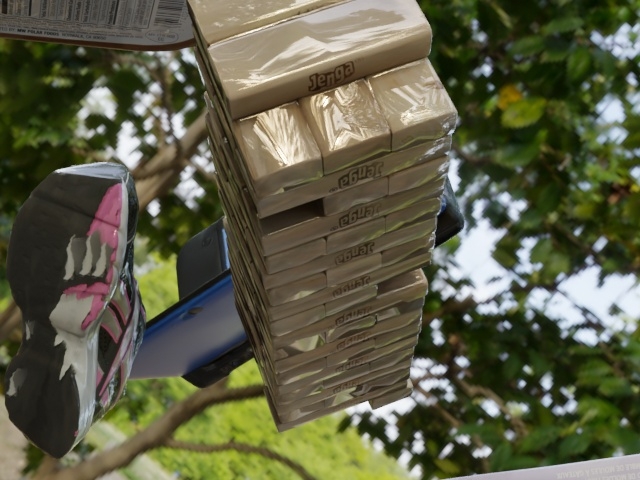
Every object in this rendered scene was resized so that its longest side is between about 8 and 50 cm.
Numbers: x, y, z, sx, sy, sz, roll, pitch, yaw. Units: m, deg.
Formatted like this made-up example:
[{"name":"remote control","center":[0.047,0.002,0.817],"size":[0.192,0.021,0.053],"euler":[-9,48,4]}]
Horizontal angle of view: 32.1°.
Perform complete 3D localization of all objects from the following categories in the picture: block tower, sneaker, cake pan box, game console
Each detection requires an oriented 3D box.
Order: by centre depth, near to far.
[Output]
[{"name":"block tower","center":[0.000,0.000,0.589],"size":[0.335,0.097,0.091],"euler":[86,-16,-61]},{"name":"sneaker","center":[-0.134,0.033,0.644],"size":[0.072,0.178,0.077],"euler":[27,26,18]},{"name":"game console","center":[-0.048,-0.010,0.937],"size":[0.173,0.293,0.250],"euler":[42,24,-39]},{"name":"cake pan box","center":[0.229,0.235,0.991],"size":[0.246,0.267,0.070],"euler":[31,50,-68]}]

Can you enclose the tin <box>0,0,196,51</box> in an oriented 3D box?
[{"name":"tin","center":[-0.128,-0.139,0.558],"size":[0.190,0.040,0.106],"euler":[3,-28,-16]}]
